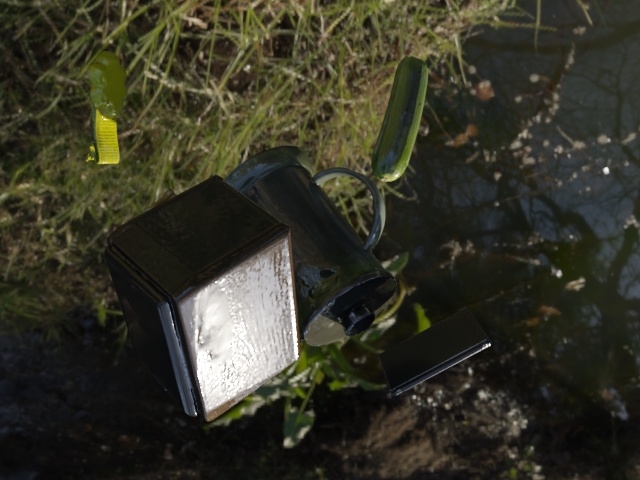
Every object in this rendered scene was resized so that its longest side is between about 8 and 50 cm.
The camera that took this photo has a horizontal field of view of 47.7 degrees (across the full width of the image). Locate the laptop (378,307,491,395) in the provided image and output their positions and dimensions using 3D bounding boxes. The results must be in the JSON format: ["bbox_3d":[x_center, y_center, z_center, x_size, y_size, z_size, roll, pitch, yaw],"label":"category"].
[{"bbox_3d":[0.186,0.184,1.210,0.180,0.129,0.016,-28,110,4],"label":"laptop"}]

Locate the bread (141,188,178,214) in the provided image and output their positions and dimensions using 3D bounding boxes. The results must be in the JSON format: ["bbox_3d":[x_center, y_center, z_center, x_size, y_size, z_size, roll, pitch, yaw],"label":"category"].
[{"bbox_3d":[-0.232,-0.005,1.387,0.224,0.183,0.211,-26,155,-41],"label":"bread"}]

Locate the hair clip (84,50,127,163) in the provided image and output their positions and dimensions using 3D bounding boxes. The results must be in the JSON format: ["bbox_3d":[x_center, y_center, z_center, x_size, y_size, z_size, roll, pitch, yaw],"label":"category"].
[{"bbox_3d":[-0.335,-0.205,1.123,0.046,0.072,0.173,17,105,26],"label":"hair clip"}]

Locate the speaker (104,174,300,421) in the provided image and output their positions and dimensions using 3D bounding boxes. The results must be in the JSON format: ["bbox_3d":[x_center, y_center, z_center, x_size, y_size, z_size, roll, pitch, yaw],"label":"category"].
[{"bbox_3d":[-0.134,0.070,0.889,0.192,0.153,0.231,-33,140,-28],"label":"speaker"}]

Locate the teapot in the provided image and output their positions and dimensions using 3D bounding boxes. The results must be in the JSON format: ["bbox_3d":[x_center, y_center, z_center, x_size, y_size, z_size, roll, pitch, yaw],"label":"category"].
[{"bbox_3d":[0.000,0.000,1.251,0.270,0.337,0.200,-44,152,15],"label":"teapot"}]

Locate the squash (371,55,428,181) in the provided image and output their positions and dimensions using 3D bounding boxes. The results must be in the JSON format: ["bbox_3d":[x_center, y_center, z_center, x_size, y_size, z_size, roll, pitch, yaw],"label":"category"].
[{"bbox_3d":[0.137,-0.207,1.239,0.066,0.229,0.066,14,169,3],"label":"squash"}]
